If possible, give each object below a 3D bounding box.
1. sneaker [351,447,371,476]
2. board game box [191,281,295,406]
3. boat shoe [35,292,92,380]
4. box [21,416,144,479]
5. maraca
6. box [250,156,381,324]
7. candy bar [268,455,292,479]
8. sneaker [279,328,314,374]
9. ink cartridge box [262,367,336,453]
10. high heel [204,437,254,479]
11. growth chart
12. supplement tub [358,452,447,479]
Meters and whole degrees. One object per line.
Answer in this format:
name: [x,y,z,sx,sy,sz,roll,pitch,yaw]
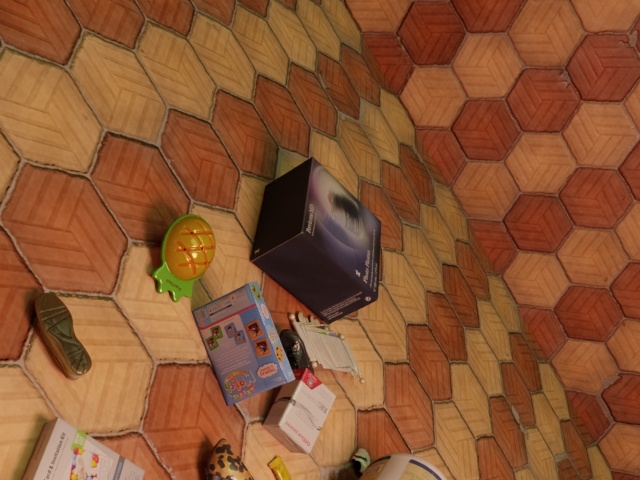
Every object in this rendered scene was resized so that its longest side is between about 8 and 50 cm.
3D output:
sneaker: [0.108,0.558,1.828,0.044,0.040,0.109,-26,85,-45]
board game box: [-0.159,0.211,1.543,0.039,0.160,0.211,-5,71,-61]
boat shoe: [-0.435,0.161,1.266,0.056,0.048,0.153,-27,84,-49]
box: [-0.370,0.384,1.184,0.186,0.038,0.145,44,34,-29]
maraca: [-0.280,0.034,1.566,0.127,0.099,0.185,36,65,-37]
box: [0.000,0.000,1.948,0.294,0.183,0.296,41,35,-29]
candy bar: [-0.062,0.530,1.586,0.040,0.018,0.161,-22,86,-58]
sneaker: [-0.057,0.294,1.750,0.170,0.051,0.089,65,25,-13]
ink cartridge box: [-0.046,0.372,1.657,0.109,0.063,0.150,48,50,-25]
high heel: [-0.107,0.483,1.465,0.261,0.093,0.186,20,56,-40]
growth chart: [0.017,0.266,1.903,0.237,0.021,0.171,26,32,-48]
supplement tub: [0.145,0.626,1.626,0.228,0.228,0.316,62,29,-3]
